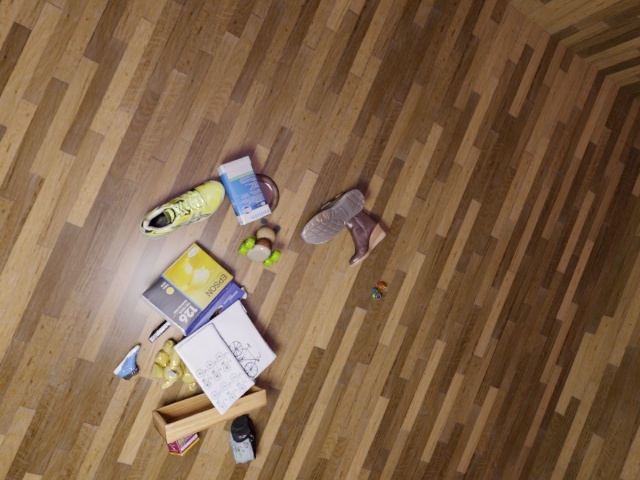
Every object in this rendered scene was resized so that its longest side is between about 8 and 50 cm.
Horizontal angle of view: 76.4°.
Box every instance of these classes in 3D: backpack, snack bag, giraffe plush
[{"bbox_3d":[-0.348,0.905,1.829,0.115,0.152,0.182,-10,109,-10],"label":"backpack"},{"bbox_3d":[-0.366,0.463,1.659,0.342,0.037,0.323,-36,95,-40],"label":"snack bag"},{"bbox_3d":[-0.586,0.542,1.722,0.170,0.210,0.182,34,89,-44],"label":"giraffe plush"}]

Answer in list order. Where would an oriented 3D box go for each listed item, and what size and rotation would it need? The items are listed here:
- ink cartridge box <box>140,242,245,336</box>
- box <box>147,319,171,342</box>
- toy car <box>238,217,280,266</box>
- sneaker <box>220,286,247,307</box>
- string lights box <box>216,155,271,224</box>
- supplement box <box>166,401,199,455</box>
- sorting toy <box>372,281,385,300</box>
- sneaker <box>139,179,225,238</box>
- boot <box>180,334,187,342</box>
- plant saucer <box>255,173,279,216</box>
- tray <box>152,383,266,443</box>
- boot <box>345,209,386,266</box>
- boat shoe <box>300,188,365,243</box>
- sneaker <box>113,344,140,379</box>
[{"bbox_3d":[-0.513,0.220,1.681,0.307,0.072,0.304,40,58,-3],"label":"ink cartridge box"},{"bbox_3d":[-0.645,0.350,1.704,0.162,0.116,0.029,-45,102,-9],"label":"box"},{"bbox_3d":[-0.250,-0.006,1.808,0.154,0.149,0.189,28,57,-20],"label":"toy car"},{"bbox_3d":[-0.395,0.267,1.804,0.152,0.053,0.061,-31,105,-12],"label":"sneaker"},{"bbox_3d":[-0.324,-0.210,1.726,0.133,0.076,0.260,-25,101,-25],"label":"string lights box"},{"bbox_3d":[-0.612,0.804,1.743,0.104,0.080,0.188,-31,107,-57],"label":"supplement box"},{"bbox_3d":[0.289,0.252,2.005,0.061,0.042,0.102,18,89,-17],"label":"sorting toy"},{"bbox_3d":[-0.558,-0.120,1.678,0.384,0.147,0.145,-36,101,-13],"label":"sneaker"},{"bbox_3d":[-0.518,0.394,1.759,0.161,0.083,0.247,41,41,-49],"label":"boot"},{"bbox_3d":[-0.277,-0.199,1.812,0.198,0.036,0.199,-2,95,-16],"label":"plant saucer"},{"bbox_3d":[-0.451,0.689,1.671,0.410,0.202,0.076,-9,92,-36],"label":"tray"},{"bbox_3d":[0.170,-0.022,1.945,0.207,0.090,0.248,43,83,-3],"label":"boot"},{"bbox_3d":[0.051,-0.105,1.867,0.355,0.130,0.133,-36,106,-17],"label":"boat shoe"},{"bbox_3d":[-0.784,0.516,1.704,0.084,0.058,0.152,39,87,-9],"label":"sneaker"}]
